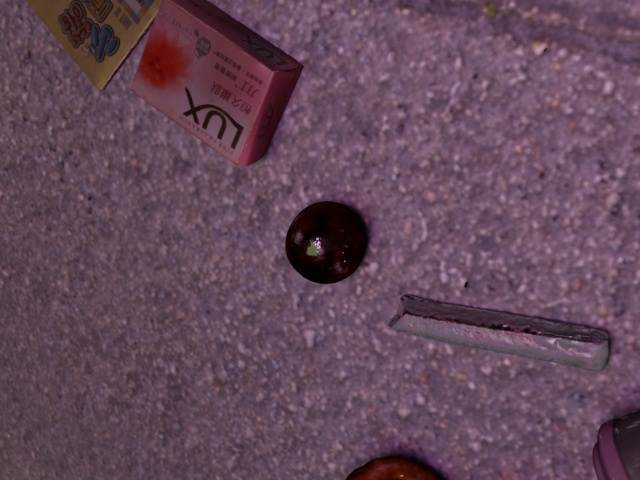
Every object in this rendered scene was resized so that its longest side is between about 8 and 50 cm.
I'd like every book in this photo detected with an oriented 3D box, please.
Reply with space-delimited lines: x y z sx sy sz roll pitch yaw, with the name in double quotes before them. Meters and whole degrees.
"book" -0.232 -0.282 0.960 0.168 0.013 0.192 51 122 7

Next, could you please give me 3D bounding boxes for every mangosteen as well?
"mangosteen" 0.002 0.001 0.873 0.081 0.081 0.081 9 109 27

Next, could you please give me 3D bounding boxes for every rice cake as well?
"rice cake" 0.159 0.082 0.836 0.208 0.033 0.033 8 118 28

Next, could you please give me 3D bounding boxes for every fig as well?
"fig" 0.062 0.279 0.901 0.150 0.128 0.128 -29 89 39

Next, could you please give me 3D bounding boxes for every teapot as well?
"teapot" 0.313 0.195 0.738 0.146 0.116 0.148 -30 85 22

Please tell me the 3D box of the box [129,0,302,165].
"box" -0.105 -0.159 0.898 0.156 0.060 0.111 35 120 17
